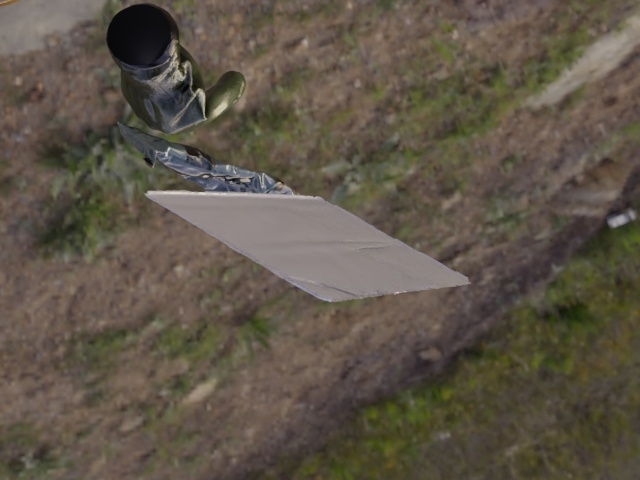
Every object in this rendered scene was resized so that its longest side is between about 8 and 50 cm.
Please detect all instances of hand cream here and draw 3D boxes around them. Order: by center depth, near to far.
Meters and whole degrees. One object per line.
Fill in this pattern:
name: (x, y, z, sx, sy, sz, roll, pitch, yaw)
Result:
hand cream: (-0.073, -0.038, 1.073, 0.248, 0.052, 0.075, 25, 164, -38)

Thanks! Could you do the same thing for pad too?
pad: (0.000, 0.000, 0.817, 0.232, 0.156, 0.004, -2, 118, -60)

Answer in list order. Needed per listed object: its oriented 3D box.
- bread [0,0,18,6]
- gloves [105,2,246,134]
bread: (-0.147, -0.218, 0.692, 0.074, 0.239, 0.092, -21, 114, 36)
gloves: (-0.157, -0.168, 1.233, 0.107, 0.135, 0.268, -43, 166, 6)
